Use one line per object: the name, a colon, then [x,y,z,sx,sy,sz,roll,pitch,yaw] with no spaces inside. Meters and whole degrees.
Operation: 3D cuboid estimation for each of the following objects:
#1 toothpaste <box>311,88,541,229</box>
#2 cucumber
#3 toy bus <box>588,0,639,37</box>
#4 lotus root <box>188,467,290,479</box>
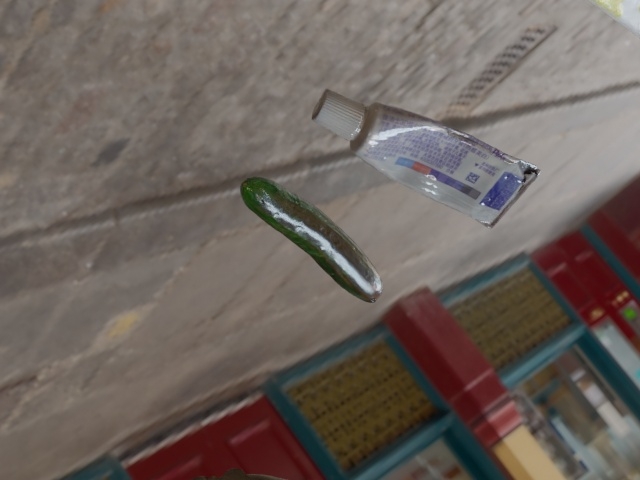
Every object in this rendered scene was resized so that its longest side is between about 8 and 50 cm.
toothpaste: [0.121,-0.107,1.350,0.099,0.282,0.068,-32,-143,65]
cucumber: [0.000,0.000,0.854,0.036,0.033,0.184,-53,130,-3]
toy bus: [0.233,-0.215,0.865,0.226,0.074,0.081,23,128,-40]
lotus root: [-0.030,0.207,0.456,0.188,0.199,0.180,-12,153,22]
